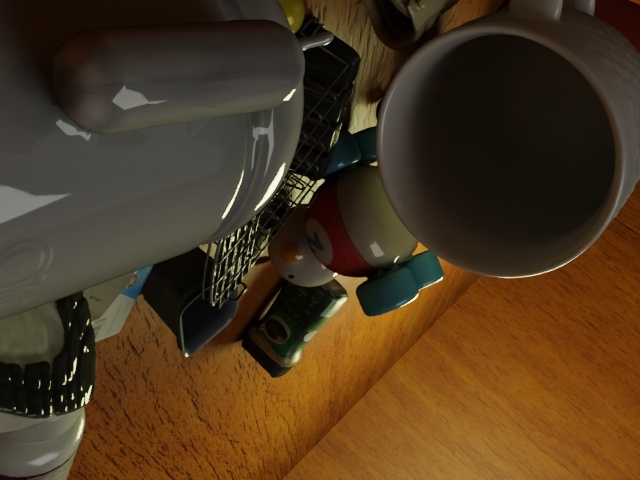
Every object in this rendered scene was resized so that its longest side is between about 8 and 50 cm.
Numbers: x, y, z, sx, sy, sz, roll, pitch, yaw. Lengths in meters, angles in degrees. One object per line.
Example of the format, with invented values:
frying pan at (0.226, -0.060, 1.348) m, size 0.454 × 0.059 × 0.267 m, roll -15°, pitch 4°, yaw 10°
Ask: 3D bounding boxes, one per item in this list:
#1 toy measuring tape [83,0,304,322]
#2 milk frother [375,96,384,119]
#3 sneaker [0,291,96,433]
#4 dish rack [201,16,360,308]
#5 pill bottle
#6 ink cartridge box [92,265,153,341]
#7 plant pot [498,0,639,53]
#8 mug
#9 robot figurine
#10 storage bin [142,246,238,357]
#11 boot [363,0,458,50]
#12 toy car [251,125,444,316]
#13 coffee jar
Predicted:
toy measuring tape at (-0.123, -0.074, 0.718) m, size 0.330 × 0.121 × 0.121 m, roll -52°, pitch 163°, yaw 13°
milk frother at (0.138, -0.167, 1.225) m, size 0.143 × 0.129 × 0.135 m, roll 1°, pitch 149°, yaw -7°
sneaker at (-0.330, 0.084, 0.520) m, size 0.182 × 0.158 × 0.410 m, roll -25°, pitch 159°, yaw 23°
dish rack at (-0.053, -0.068, 0.864) m, size 0.271 × 0.074 × 0.208 m, roll -56°, pitch 169°, yaw -35°
pill bottle at (-0.303, 0.200, 0.859) m, size 0.121 × 0.121 × 0.221 m, roll -30°, pitch 155°, yaw -47°
ink cartridge box at (-0.246, 0.055, 0.784) m, size 0.180 × 0.060 × 0.104 m, roll -19°, pitch 146°, yaw -58°
plant pot at (0.390, -0.271, 1.332) m, size 0.275 × 0.243 × 0.275 m, roll -42°, pitch 162°, yaw -17°
mug at (0.261, -0.185, 1.011) m, size 0.328 × 0.276 × 0.374 m, roll -34°, pitch 134°, yaw -53°
robot figurine at (-0.150, -0.072, 0.476) m, size 0.353 × 0.300 × 0.200 m, roll -22°, pitch 108°, yaw -44°
storage bin at (-0.148, 0.049, 0.965) m, size 0.098 × 0.091 × 0.135 m, roll -40°, pitch 162°, yaw -25°
boot at (0.132, -0.316, 0.856) m, size 0.203 × 0.095 × 0.262 m, roll -44°, pitch 169°, yaw -13°
toy car at (0.000, 0.000, 1.126) m, size 0.238 × 0.219 × 0.210 m, roll -23°, pitch 180°, yaw 26°
coffee jar at (-0.045, 0.128, 1.389) m, size 0.184 × 0.096 × 0.079 m, roll -52°, pitch 160°, yaw 16°
